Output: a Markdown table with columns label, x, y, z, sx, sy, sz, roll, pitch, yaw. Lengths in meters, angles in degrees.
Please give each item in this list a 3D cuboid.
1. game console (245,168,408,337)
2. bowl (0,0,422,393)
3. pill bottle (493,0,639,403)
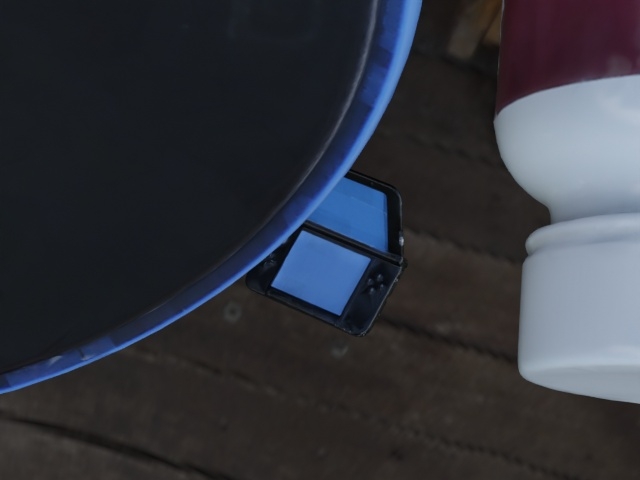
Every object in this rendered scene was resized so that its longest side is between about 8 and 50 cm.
| label | x | y | z | sx | sy | sz | roll | pitch | yaw |
| --- | --- | --- | --- | --- | --- | --- | --- | --- | --- |
| game console | 0.000 | 0.000 | 1.520 | 0.122 | 0.071 | 0.107 | 23 | 77 | 31 |
| bowl | -0.157 | -0.081 | 0.504 | 0.391 | 0.391 | 0.077 | 1 | 50 | -11 |
| pill bottle | 0.195 | -0.124 | 0.909 | 0.224 | 0.224 | 0.392 | 6 | 80 | -9 |
